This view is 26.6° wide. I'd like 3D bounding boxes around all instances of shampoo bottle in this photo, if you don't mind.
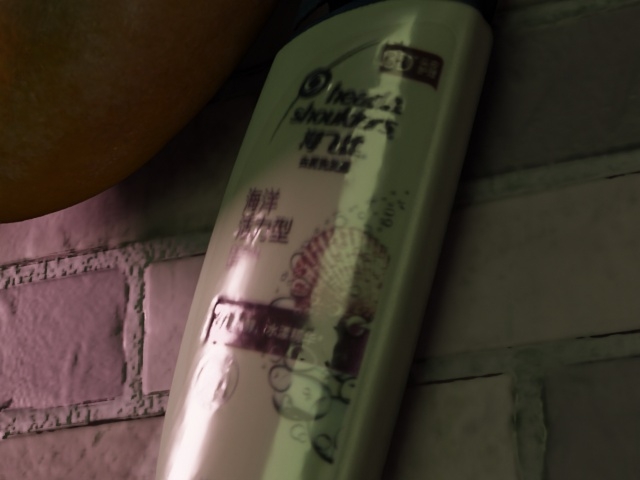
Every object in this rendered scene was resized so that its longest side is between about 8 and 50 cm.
[{"bbox_3d":[0.000,0.000,0.744,0.134,0.078,0.359,8,77,32],"label":"shampoo bottle"}]

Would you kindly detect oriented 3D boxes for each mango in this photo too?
[{"bbox_3d":[-0.137,-0.169,0.808,0.221,0.199,0.384,39,101,6],"label":"mango"}]
